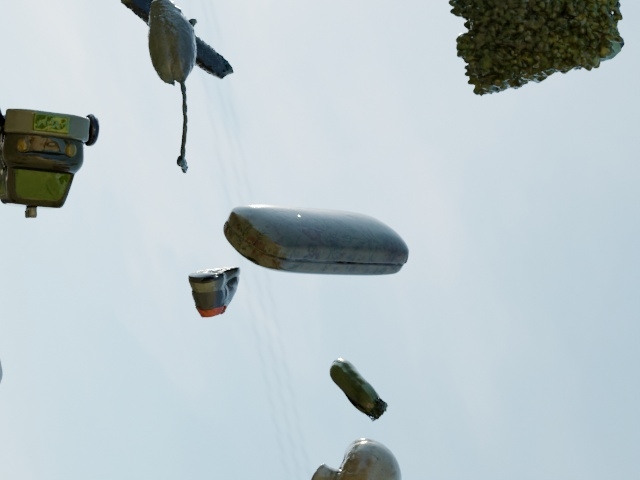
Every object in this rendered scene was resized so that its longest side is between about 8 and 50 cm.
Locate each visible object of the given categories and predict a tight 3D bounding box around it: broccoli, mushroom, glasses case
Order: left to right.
[{"bbox_3d":[0.000,0.000,2.252,0.156,0.425,0.098,41,-67,34],"label":"glasses case"},{"bbox_3d":[0.049,0.366,1.776,0.127,0.166,0.166,26,-39,8],"label":"mushroom"},{"bbox_3d":[0.289,-0.259,1.617,0.243,0.180,0.273,4,-26,45],"label":"broccoli"}]

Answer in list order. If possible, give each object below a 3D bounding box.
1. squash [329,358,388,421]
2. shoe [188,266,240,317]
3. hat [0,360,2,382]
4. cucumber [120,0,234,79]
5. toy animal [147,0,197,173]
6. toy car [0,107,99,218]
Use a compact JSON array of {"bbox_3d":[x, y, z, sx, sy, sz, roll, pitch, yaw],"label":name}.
[{"bbox_3d":[0.062,0.261,2.183,0.183,0.052,0.052,-134,-146,-56],"label":"squash"},{"bbox_3d":[-0.178,0.087,2.081,0.194,0.074,0.077,-15,99,-83],"label":"shoe"},{"bbox_3d":[-0.613,0.221,2.049,0.126,0.203,0.203,-16,-86,24],"label":"hat"},{"bbox_3d":[-0.223,-0.321,1.929,0.044,0.257,0.043,0,-113,36],"label":"cucumber"},{"bbox_3d":[-0.199,-0.227,1.720,0.070,0.079,0.252,-17,-105,22],"label":"toy animal"},{"bbox_3d":[-0.516,-0.138,2.208,0.248,0.204,0.198,-177,-88,-65],"label":"toy car"}]
